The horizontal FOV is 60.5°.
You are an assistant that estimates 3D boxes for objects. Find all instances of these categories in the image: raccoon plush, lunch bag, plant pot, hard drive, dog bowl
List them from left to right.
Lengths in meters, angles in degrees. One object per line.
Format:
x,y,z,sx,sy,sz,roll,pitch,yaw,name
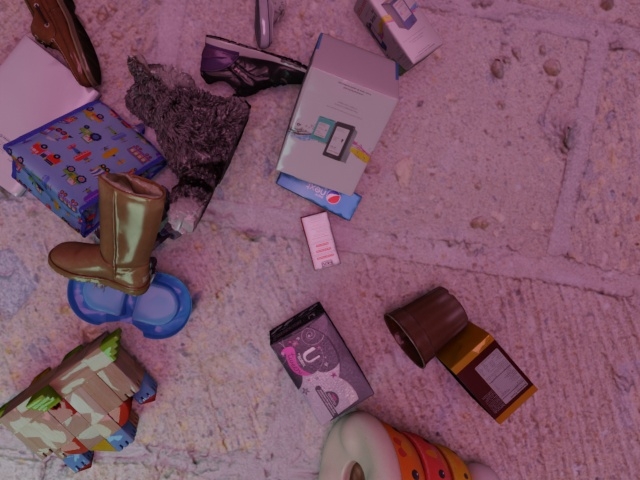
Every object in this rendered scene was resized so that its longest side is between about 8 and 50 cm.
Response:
-0.712,-0.295,1.312,0.210,0.040,0.319,39,90,-8,hard drive
-0.517,-0.193,1.264,0.221,0.138,0.293,40,57,1,lunch bag
-0.463,0.139,1.359,0.297,0.074,0.166,16,93,-7,dog bowl
-0.335,-0.243,1.190,0.299,0.446,0.216,24,121,-10,raccoon plush
0.278,0.214,1.408,0.165,0.167,0.167,-32,97,-10,plant pot

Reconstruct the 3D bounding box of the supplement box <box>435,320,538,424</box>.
0.410,0.327,1.408,0.129,0.191,0.194,-42,97,-1,supplement box

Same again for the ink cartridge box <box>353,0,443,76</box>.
0.183,-0.524,1.332,0.093,0.154,0.212,-35,98,-1,ink cartridge box

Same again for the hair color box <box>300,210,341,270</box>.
0.000,0.000,1.412,0.072,0.043,0.141,-15,95,-5,hair color box

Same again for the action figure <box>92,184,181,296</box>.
-0.434,0.009,1.291,0.185,0.099,0.285,39,64,1,action figure

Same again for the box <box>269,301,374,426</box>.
-0.002,0.309,1.387,0.163,0.142,0.247,-31,97,-3,box

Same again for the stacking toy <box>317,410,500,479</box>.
0.265,0.623,1.408,0.479,0.350,0.351,10,94,-26,stacking toy

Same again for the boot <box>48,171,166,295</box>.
-0.440,-0.027,1.122,0.236,0.089,0.269,16,129,-5,boot

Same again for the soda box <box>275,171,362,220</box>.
-0.006,-0.128,1.388,0.210,0.067,0.071,27,92,-7,soda box

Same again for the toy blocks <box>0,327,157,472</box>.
-0.556,0.413,1.335,0.381,0.191,0.261,-36,108,0,toy blocks

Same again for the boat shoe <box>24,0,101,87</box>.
-0.611,-0.487,1.280,0.104,0.111,0.307,-23,85,-4,boat shoe

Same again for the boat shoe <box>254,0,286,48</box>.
-0.117,-0.571,1.320,0.075,0.083,0.226,-1,83,-16,boat shoe

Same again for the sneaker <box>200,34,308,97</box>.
-0.153,-0.404,1.348,0.283,0.107,0.124,15,109,-4,sneaker

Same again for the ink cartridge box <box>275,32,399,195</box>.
0.037,-0.284,1.257,0.197,0.198,0.270,19,130,-8,ink cartridge box
